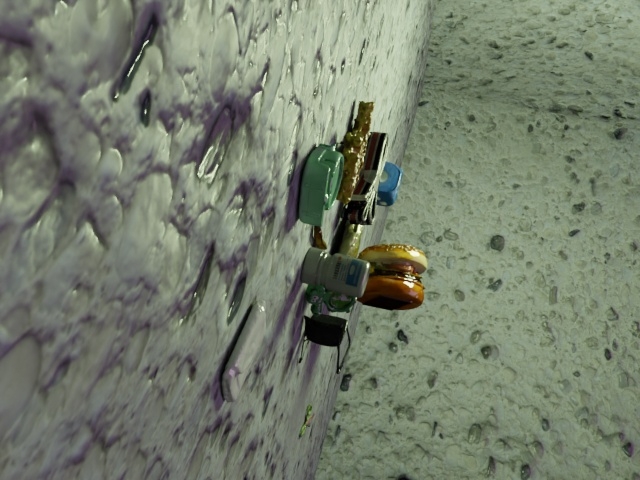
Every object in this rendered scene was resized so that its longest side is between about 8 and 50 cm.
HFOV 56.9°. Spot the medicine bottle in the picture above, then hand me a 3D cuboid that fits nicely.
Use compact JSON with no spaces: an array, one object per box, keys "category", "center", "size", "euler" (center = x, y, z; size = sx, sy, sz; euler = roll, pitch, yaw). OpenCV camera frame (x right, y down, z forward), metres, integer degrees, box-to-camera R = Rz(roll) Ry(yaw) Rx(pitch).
[{"category":"medicine bottle","center":[0.042,0.085,1.575],"size":[0.105,0.168,0.105],"euler":[14,90,-80]}]

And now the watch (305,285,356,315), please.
[{"category":"watch","center":[0.030,0.127,1.741],"size":[0.152,0.165,0.131],"euler":[-105,-162,-55]}]

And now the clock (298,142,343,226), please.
[{"category":"clock","center":[0.008,-0.145,1.365],"size":[0.211,0.065,0.159],"euler":[-65,166,-50]}]

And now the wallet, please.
[{"category":"wallet","center":[-0.141,0.211,1.130],"size":[0.124,0.031,0.183],"euler":[97,11,-47]}]

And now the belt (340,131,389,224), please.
[{"category":"belt","center":[0.156,-0.214,1.987],"size":[0.126,0.094,0.360],"euler":[57,44,-54]}]

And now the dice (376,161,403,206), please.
[{"category":"dice","center":[0.245,-0.227,2.347],"size":[0.146,0.146,0.143],"euler":[81,27,-67]}]

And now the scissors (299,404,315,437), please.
[{"category":"scissors","center":[-0.050,0.742,2.434],"size":[0.187,0.020,0.134],"euler":[62,46,-73]}]

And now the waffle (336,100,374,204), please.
[{"category":"waffle","center":[0.089,-0.242,1.695],"size":[0.293,0.069,0.260],"euler":[-67,169,-54]}]

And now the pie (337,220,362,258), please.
[{"category":"pie","center":[0.102,0.031,2.108],"size":[0.337,0.075,0.338],"euler":[15,90,-84]}]

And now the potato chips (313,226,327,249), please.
[{"category":"potato chips","center":[0.000,0.000,1.645],"size":[0.204,0.026,0.037],"euler":[67,25,-73]}]

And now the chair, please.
[{"category":"chair","center":[0.017,0.282,1.832],"size":[0.145,0.140,0.221],"euler":[-66,163,-46]}]

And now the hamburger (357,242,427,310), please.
[{"category":"hamburger","center":[0.259,0.130,2.190],"size":[0.291,0.290,0.225],"euler":[77,16,-69]}]
